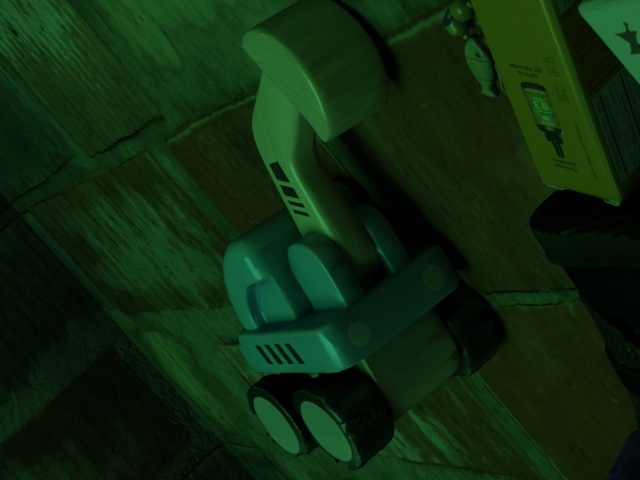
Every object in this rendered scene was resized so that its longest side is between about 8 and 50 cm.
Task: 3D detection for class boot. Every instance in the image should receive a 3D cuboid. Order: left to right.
[{"bbox_3d":[0.321,0.074,0.907,0.260,0.131,0.348,59,166,-16],"label":"boot"}]

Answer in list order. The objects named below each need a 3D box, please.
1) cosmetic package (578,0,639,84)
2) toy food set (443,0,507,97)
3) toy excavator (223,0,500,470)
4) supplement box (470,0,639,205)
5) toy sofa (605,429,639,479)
[{"bbox_3d":[0.254,-0.129,0.573,0.151,0.183,0.151,43,162,-22],"label":"cosmetic package"},{"bbox_3d":[0.133,-0.158,0.993,0.078,0.019,0.122,19,147,49],"label":"toy food set"},{"bbox_3d":[0.000,0.000,1.306,0.445,0.222,0.433,58,156,-8],"label":"toy excavator"},{"bbox_3d":[0.175,-0.138,0.878,0.078,0.080,0.233,22,147,47],"label":"supplement box"},{"bbox_3d":[0.270,0.291,1.087,0.177,0.362,0.150,22,150,36],"label":"toy sofa"}]
